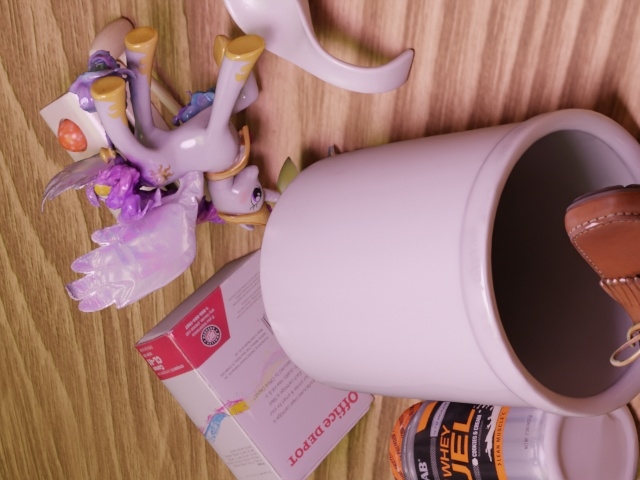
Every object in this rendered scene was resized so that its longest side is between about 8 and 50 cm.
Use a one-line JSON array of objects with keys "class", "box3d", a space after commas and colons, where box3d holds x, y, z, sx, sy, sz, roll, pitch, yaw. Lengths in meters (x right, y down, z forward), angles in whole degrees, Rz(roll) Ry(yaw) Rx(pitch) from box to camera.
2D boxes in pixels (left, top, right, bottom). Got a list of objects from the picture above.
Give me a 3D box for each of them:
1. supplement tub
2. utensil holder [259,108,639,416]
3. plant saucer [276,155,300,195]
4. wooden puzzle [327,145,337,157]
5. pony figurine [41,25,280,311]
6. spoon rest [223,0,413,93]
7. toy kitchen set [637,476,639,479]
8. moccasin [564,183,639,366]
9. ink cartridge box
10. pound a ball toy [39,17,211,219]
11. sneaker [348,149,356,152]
[{"class": "supplement tub", "box3d": [0.251, 0.284, 1.856, 0.316, 0.193, 0.194, -14, 114, 51]}, {"class": "utensil holder", "box3d": [0.163, 0.030, 1.600, 0.385, 0.327, 0.328, -3, 122, 51]}, {"class": "plant saucer", "box3d": [0.000, 0.000, 1.858, 0.241, 0.037, 0.241, 62, 178, 3]}, {"class": "wooden puzzle", "box3d": [0.016, -0.094, 1.860, 0.083, 0.006, 0.049, 101, 162, -59]}, {"class": "pony figurine", "box3d": [-0.210, -0.104, 1.850, 0.363, 0.350, 0.303, 83, 166, -47]}, {"class": "spoon rest", "box3d": [-0.021, -0.265, 1.701, 0.276, 0.084, 0.137, 33, 142, 17]}, {"class": "toy kitchen set", "box3d": [0.463, 0.322, 1.773, 0.083, 0.075, 0.068, 23, 140, 36]}, {"class": "moccasin", "box3d": [0.377, 0.072, 1.442, 0.139, 0.147, 0.380, -14, 139, 33]}, {"class": "ink cartridge box", "box3d": [-0.098, 0.203, 2.110, 0.131, 0.226, 0.306, -20, 108, 53]}, {"class": "pound a ball toy", "box3d": [-0.288, -0.143, 2.050, 0.208, 0.136, 0.319, -18, 111, 52]}, {"class": "sneaker", "box3d": [0.055, -0.048, 1.867, 0.067, 0.064, 0.175, 46, 146, 39]}]
